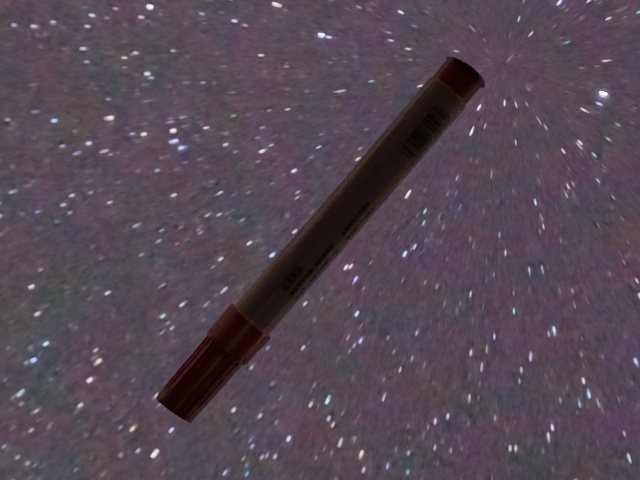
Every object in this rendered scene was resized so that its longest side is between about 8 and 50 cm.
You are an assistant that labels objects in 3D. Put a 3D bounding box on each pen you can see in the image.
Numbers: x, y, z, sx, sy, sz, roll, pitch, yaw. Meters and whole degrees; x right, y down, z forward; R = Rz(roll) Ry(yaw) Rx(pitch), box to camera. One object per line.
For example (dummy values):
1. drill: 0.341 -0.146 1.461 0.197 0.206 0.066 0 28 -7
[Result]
1. pen: 0.000 0.000 0.617 0.028 0.028 0.239 41 -90 1
